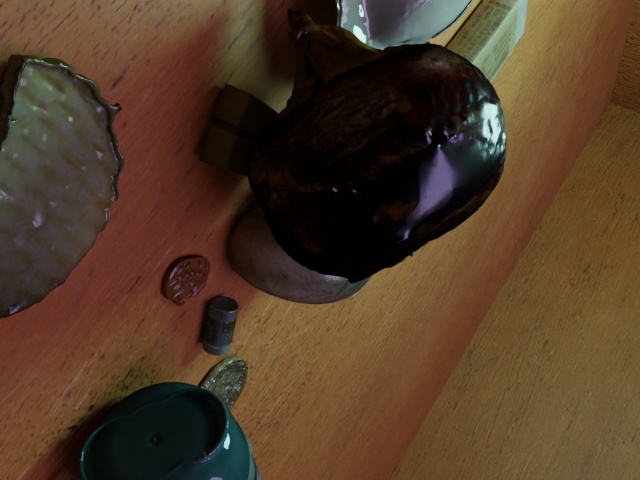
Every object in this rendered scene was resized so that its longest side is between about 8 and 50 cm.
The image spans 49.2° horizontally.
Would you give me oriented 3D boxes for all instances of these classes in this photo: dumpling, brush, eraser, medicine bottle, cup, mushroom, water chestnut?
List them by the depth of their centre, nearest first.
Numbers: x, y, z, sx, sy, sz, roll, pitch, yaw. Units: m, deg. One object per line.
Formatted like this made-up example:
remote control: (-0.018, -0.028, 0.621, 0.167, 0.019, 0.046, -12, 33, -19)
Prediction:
water chestnut: (0.057, -0.137, 0.889, 0.335, 0.347, 0.335, -28, -178, 1)
dumpling: (0.121, -0.403, 0.967, 0.341, 0.181, 0.260, -48, 148, 17)
brush: (-0.080, -0.134, 0.981, 0.103, 0.047, 0.233, -68, 160, 3)
cup: (-0.233, 0.347, 0.987, 0.289, 0.219, 0.258, -21, 141, -11)
medicine bottle: (-0.156, 0.134, 1.092, 0.047, 0.047, 0.083, -25, 134, -54)
mushroom: (0.000, 0.000, 1.100, 0.253, 0.188, 0.195, -25, 138, -56)
eraser: (0.340, -0.404, 1.499, 0.343, 0.078, 0.144, -53, 154, -24)

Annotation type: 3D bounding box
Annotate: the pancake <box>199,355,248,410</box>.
pancake: (-0.173, 0.263, 1.215, 0.139, 0.022, 0.140, -45, 149, -36)

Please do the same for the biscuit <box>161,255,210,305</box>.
biscuit: (-0.189, 0.058, 0.990, 0.091, 0.015, 0.078, -12, 124, -59)

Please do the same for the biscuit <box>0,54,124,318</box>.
biscuit: (-0.278, -0.038, 0.698, 0.187, 0.036, 0.274, 14, 101, -65)

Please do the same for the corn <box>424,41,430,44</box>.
corn: (0.111, -0.198, 1.194, 0.130, 0.130, 0.347, -30, 143, -50)
